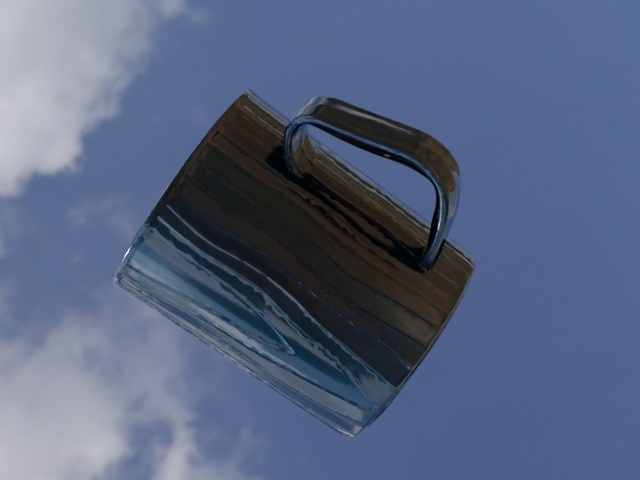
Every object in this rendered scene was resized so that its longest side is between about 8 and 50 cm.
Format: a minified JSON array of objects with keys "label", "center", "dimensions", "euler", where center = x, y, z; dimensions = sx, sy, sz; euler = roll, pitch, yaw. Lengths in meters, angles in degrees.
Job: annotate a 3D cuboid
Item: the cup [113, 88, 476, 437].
[{"label":"cup","center":[-0.006,0.009,0.674],"dimensions":[0.138,0.150,0.113],"euler":[35,-111,0]}]
